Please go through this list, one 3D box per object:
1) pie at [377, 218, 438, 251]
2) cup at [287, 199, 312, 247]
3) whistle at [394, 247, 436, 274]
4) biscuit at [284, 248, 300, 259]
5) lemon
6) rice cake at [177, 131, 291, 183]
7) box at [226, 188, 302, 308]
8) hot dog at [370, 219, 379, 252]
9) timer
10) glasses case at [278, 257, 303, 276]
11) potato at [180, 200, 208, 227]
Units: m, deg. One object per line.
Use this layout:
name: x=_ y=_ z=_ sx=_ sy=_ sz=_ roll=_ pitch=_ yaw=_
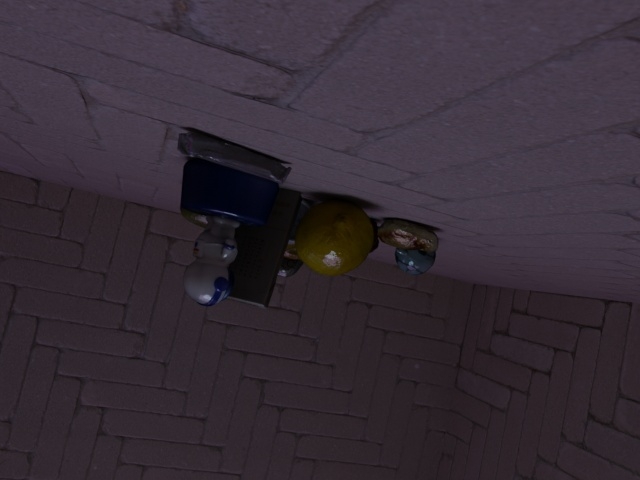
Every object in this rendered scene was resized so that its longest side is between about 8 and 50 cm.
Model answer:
pie: x=0.290 y=-0.013 z=1.867 sx=0.205 sy=0.084 sz=0.179 roll=17 pitch=174 yaw=-22
cup: x=-0.137 y=-0.075 z=1.883 sx=0.241 sy=0.185 sz=0.226 roll=45 pitch=162 yaw=-11
whistle: x=0.376 y=0.058 z=2.118 sx=0.163 sy=0.164 sz=0.289 roll=8 pitch=175 yaw=44
biscuit: x=-0.075 y=-0.027 z=2.091 sx=0.274 sy=0.213 sz=0.091 roll=6 pitch=-157 yaw=-23
lemon: x=0.040 y=-0.008 z=1.682 sx=0.235 sy=0.236 sz=0.263 roll=14 pitch=-173 yaw=-19
rice cake: x=-0.185 y=-0.181 z=1.239 sx=0.269 sy=0.055 sz=0.049 roll=13 pitch=-179 yaw=-34
box: x=-0.201 y=0.007 z=1.671 sx=0.204 sy=0.365 sz=0.051 roll=12 pitch=159 yaw=14
hot dog: x=0.074 y=0.017 z=1.948 sx=0.272 sy=0.122 sz=0.196 roll=-18 pitch=-178 yaw=-19
timer: x=-0.282 y=-0.009 z=1.555 sx=0.270 sy=0.384 sz=0.270 roll=12 pitch=176 yaw=1
glasses case: x=-0.107 y=0.027 z=2.321 sx=0.137 sy=0.085 sz=0.355 roll=20 pitch=-140 yaw=14
potato: x=-0.390 y=-0.112 z=2.079 sx=0.251 sy=0.159 sz=0.174 roll=4 pitch=-160 yaw=-5
